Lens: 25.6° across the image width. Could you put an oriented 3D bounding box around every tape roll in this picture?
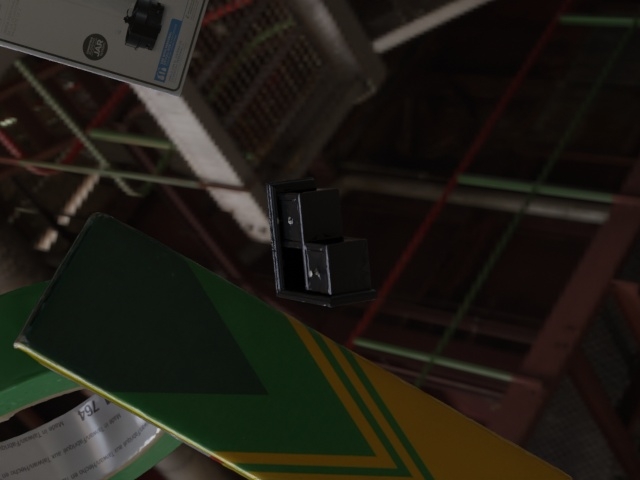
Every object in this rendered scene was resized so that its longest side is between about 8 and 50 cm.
[{"bbox_3d":[-0.242,0.149,1.158,0.321,0.321,0.077,-1,-125,-48],"label":"tape roll"}]

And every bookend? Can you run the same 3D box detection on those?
[{"bbox_3d":[0.000,0.000,1.840,0.072,0.157,0.156,-8,-82,-27],"label":"bookend"}]

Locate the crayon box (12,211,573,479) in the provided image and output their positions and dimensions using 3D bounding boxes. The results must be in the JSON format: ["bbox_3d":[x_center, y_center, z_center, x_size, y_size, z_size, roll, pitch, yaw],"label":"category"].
[{"bbox_3d":[0.003,0.108,0.760,0.318,0.202,0.081,30,-100,0],"label":"crayon box"}]

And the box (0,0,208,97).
[{"bbox_3d":[-0.275,-0.276,1.542,0.290,0.087,0.169,16,-83,-20],"label":"box"}]
